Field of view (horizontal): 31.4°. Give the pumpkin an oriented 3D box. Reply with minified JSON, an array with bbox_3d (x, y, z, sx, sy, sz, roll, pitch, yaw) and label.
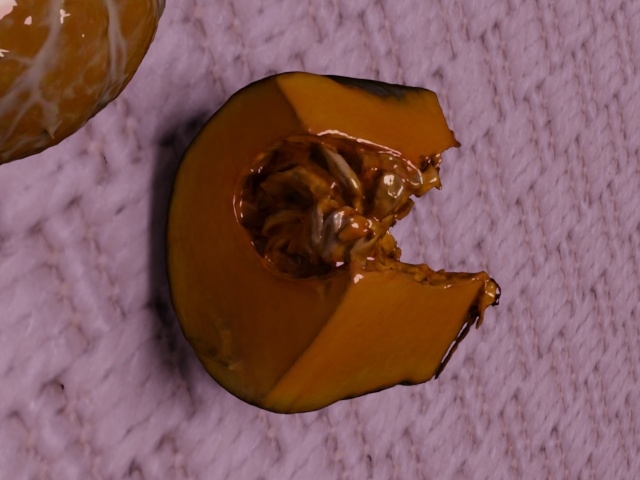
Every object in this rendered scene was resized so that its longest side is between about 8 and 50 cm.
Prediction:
[{"bbox_3d":[0.000,0.000,1.060,0.225,0.256,0.303,3,66,-49],"label":"pumpkin"}]

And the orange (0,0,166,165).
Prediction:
[{"bbox_3d":[-0.242,-0.206,0.727,0.329,0.249,0.329,-12,106,-50],"label":"orange"}]
